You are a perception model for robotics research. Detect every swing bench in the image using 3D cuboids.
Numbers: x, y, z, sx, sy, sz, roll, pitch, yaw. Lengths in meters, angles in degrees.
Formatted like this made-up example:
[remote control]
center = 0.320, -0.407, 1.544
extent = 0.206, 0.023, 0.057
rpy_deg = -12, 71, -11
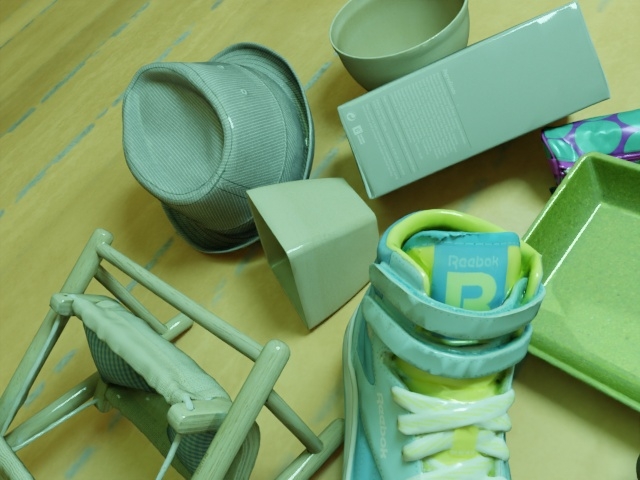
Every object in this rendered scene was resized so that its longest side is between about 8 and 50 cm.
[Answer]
[swing bench]
center = -0.160, 0.165, 0.511
extent = 0.253, 0.165, 0.254
rpy_deg = 24, 66, 38

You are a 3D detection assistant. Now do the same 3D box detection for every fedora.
[fedora]
center = -0.136, -0.118, 0.706
extent = 0.244, 0.124, 0.275
rpy_deg = -46, 59, 20

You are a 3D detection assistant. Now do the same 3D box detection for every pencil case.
[pencil case]
center = 0.284, -0.086, 0.574
extent = 0.152, 0.064, 0.070
rpy_deg = -9, 33, 20

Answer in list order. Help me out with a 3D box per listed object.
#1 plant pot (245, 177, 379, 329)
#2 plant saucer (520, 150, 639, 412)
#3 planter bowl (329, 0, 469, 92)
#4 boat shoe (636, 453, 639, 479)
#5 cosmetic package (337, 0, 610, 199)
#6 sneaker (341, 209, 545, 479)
[plant pot]
center = 0.000, 0.000, 0.619
extent = 0.096, 0.109, 0.109
rpy_deg = -25, 44, -12
[plant saucer]
center = 0.248, 0.037, 0.491
extent = 0.188, 0.045, 0.188
rpy_deg = 29, 75, 40
[planter bowl]
center = 0.104, -0.227, 0.752
extent = 0.162, 0.109, 0.162
rpy_deg = -13, 48, 16
[boat shoe]
center = 0.271, 0.092, 0.365
extent = 0.190, 0.072, 0.068
rpy_deg = -45, 69, -5
[cosmetic package]
center = 0.142, -0.137, 0.631
extent = 0.238, 0.107, 0.127
rpy_deg = -20, 9, 9
[sneaker]
center = 0.078, 0.113, 0.393
extent = 0.127, 0.208, 0.319
rpy_deg = 1, 47, -9
